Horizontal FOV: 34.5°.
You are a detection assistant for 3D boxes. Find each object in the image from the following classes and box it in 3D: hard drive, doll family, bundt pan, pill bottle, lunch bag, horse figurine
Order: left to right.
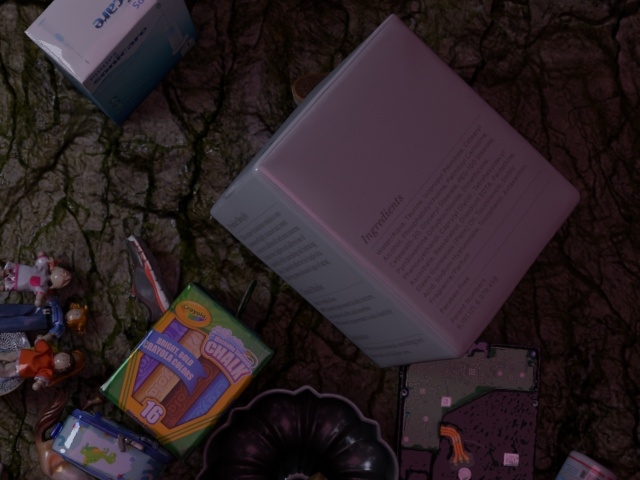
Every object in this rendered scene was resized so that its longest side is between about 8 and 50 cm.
[{"bbox_3d":[-0.467,0.151,1.709,0.163,0.118,0.263,1,53,-18],"label":"doll family"},{"bbox_3d":[-0.395,0.375,1.721,0.174,0.066,0.263,-36,88,-10],"label":"horse figurine"},{"bbox_3d":[-0.328,0.327,1.598,0.176,0.219,0.090,28,74,-5],"label":"lunch bag"},{"bbox_3d":[-0.032,0.393,1.681,0.330,0.124,0.331,0,89,2],"label":"bundt pan"},{"bbox_3d":[0.241,0.336,1.728,0.236,0.064,0.339,4,85,0],"label":"hard drive"},{"bbox_3d":[0.416,0.436,1.706,0.087,0.087,0.160,32,85,3],"label":"pill bottle"}]

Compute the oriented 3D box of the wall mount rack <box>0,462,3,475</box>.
[{"bbox_3d":[-0.664,0.507,1.681,0.349,0.130,0.304,9,88,1],"label":"wall mount rack"}]

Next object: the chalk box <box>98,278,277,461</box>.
[{"bbox_3d":[-0.186,0.187,1.683,0.179,0.180,0.289,41,87,4],"label":"chalk box"}]

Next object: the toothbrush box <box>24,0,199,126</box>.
[{"bbox_3d":[-0.327,-0.332,1.678,0.126,0.295,0.216,41,86,3],"label":"toothbrush box"}]

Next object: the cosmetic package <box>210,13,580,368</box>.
[{"bbox_3d":[0.101,-0.056,1.576,0.393,0.329,0.327,42,72,-7],"label":"cosmetic package"}]

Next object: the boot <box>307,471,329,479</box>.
[{"bbox_3d":[-0.006,0.515,1.575,0.203,0.095,0.262,37,88,0],"label":"boot"}]

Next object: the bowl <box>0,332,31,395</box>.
[{"bbox_3d":[-0.576,0.198,1.716,0.170,0.080,0.170,23,47,-26],"label":"bowl"}]

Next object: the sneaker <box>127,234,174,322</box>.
[{"bbox_3d":[-0.304,0.068,1.757,0.064,0.061,0.158,-25,83,5],"label":"sneaker"}]

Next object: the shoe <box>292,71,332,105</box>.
[{"bbox_3d":[0.059,-0.261,1.797,0.218,0.058,0.077,-4,64,-4],"label":"shoe"}]
